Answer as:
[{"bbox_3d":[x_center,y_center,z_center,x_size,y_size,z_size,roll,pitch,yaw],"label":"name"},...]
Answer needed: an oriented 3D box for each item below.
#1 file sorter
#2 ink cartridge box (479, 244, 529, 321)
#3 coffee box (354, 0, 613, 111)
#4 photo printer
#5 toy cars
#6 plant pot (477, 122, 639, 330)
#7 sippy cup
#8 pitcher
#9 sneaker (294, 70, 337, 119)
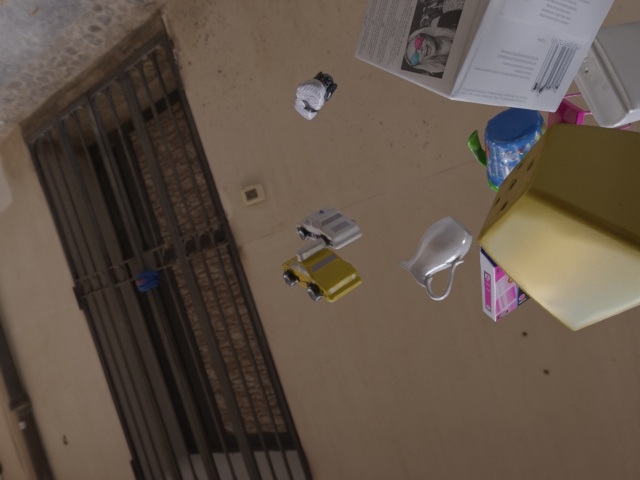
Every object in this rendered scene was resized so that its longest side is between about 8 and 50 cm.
[{"bbox_3d":[0.883,-0.328,1.332,0.182,0.290,0.202,-7,-147,9],"label":"file sorter"},{"bbox_3d":[0.565,0.081,1.192,0.176,0.371,0.069,-31,-139,-7],"label":"ink cartridge box"},{"bbox_3d":[0.327,-0.485,0.808,0.338,0.338,0.334,-5,-144,-31],"label":"coffee box"},{"bbox_3d":[0.828,-0.442,1.045,0.308,0.256,0.107,-16,170,-16],"label":"photo printer"},{"bbox_3d":[0.000,0.000,0.905,0.177,0.087,0.393,-11,-155,11],"label":"toy cars"},{"bbox_3d":[0.355,-0.036,0.561,0.212,0.187,0.212,-55,170,-27],"label":"plant pot"},{"bbox_3d":[0.644,-0.301,1.308,0.306,0.240,0.224,-11,140,29],"label":"sippy cup"},{"bbox_3d":[0.348,0.050,1.146,0.125,0.177,0.207,14,122,-50],"label":"pitcher"},{"bbox_3d":[-0.008,-0.528,1.389,0.153,0.101,0.268,-53,-171,-7],"label":"sneaker"}]
